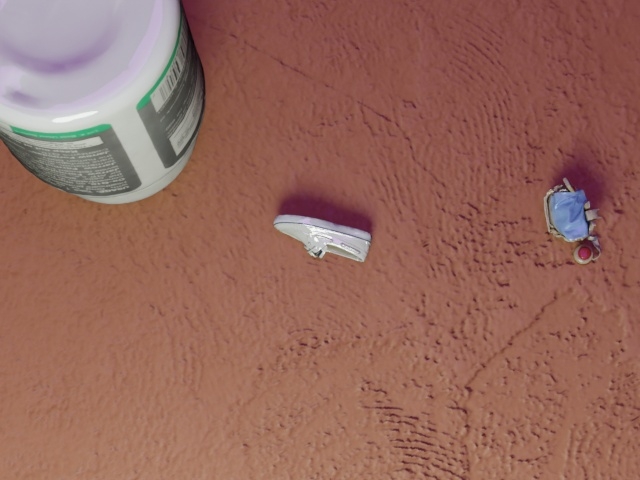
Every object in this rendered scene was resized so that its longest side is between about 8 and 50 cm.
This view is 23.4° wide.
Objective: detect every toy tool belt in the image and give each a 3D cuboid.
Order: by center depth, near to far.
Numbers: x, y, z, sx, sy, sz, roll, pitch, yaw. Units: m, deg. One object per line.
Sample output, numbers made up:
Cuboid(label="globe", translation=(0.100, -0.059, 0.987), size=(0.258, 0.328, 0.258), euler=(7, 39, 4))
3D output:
Cuboid(label="toy tool belt", translation=(0.253, -0.019, 1.536), size=(0.052, 0.051, 0.083), euler=(-17, 79, -2))

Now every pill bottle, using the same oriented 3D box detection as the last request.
Cuboid(label="pill bottle", translation=(-0.212, -0.153, 1.413), size=(0.204, 0.361, 0.204), euler=(0, 78, 0))

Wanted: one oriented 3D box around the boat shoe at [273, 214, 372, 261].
Cuboid(label="boat shoe", translation=(0.000, 0.000, 1.546), size=(0.100, 0.035, 0.035), euler=(14, 76, -3))
